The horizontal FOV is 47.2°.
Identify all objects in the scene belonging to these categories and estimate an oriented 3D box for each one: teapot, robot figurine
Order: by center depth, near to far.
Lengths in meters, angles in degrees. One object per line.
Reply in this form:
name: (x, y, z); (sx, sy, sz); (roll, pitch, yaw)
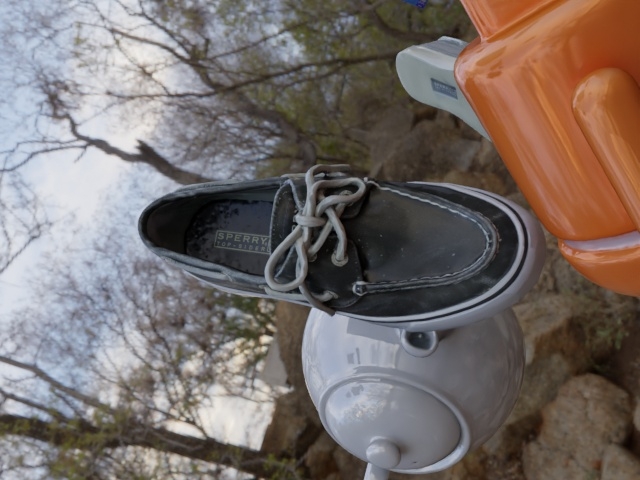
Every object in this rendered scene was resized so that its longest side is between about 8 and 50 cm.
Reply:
robot figurine: (0.155, -0.064, 0.372); (0.128, 0.219, 0.158); (-35, 11, -9)
teapot: (0.083, 0.152, 0.752); (0.256, 0.253, 0.187); (49, -140, -23)

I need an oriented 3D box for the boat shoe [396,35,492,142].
boat shoe: (0.174, -0.164, 0.757); (0.081, 0.227, 0.079); (-32, -48, -17)

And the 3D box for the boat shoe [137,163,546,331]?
boat shoe: (0.000, -0.004, 0.536); (0.105, 0.306, 0.113); (25, -104, -58)

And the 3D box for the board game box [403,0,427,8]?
board game box: (0.096, -0.528, 1.409); (0.047, 0.210, 0.160); (-62, 33, 31)
